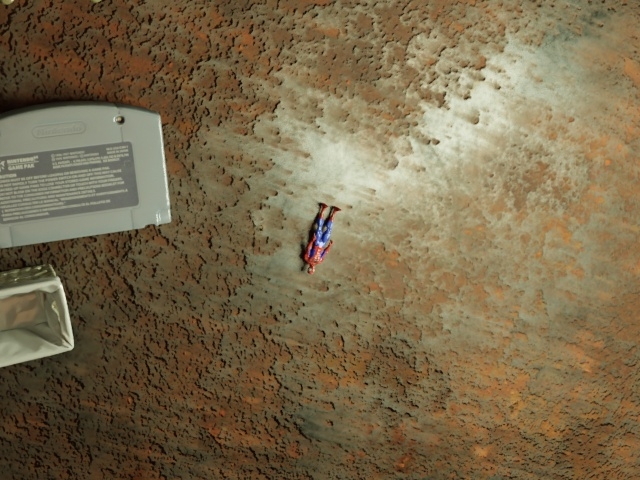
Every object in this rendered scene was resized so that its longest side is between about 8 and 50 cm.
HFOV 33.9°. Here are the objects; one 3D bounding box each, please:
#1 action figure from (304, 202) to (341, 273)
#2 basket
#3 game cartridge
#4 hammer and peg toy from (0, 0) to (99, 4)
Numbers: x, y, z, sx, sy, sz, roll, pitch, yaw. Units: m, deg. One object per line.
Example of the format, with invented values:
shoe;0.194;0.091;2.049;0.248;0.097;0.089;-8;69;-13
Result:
action figure;0.000;0.000;1.676;0.038;0.030;0.115;13;104;-26
basket;-0.451;0.109;1.518;0.167;0.103;0.113;-12;109;-14
game cartridge;-0.370;-0.100;1.511;0.294;0.060;0.196;-8;112;-16
hammer and peg toy;-0.327;-0.397;1.324;0.361;0.266;0.127;-53;132;1
